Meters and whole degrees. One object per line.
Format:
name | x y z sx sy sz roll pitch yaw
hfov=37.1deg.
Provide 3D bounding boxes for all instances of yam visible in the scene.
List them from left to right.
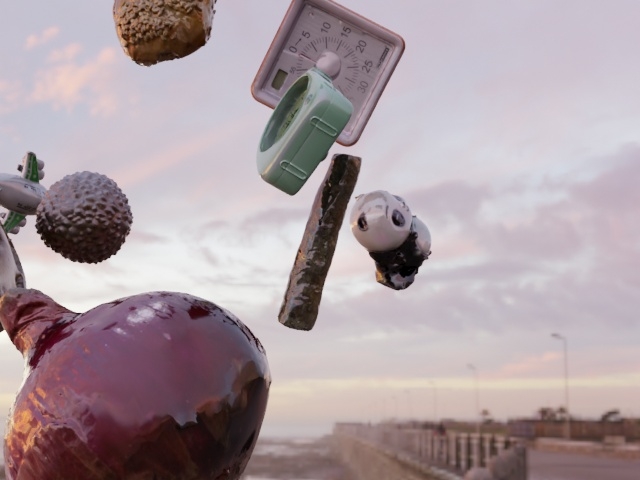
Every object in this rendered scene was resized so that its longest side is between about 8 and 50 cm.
yam | 0.000 0.000 1.416 0.061 0.274 0.061 17 -3 1

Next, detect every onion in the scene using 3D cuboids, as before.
onion | -0.255 0.185 1.166 0.385 0.348 0.348 39 -1 15

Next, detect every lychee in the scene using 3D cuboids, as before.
lychee | -0.397 -0.040 1.634 0.165 0.165 0.197 -8 1 38

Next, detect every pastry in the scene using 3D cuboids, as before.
pastry | -0.358 -0.531 2.156 0.255 0.311 0.162 -28 -51 5

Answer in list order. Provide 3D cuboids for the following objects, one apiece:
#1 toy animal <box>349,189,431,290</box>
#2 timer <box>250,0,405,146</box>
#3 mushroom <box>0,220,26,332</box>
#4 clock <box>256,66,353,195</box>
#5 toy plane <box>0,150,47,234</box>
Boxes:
toy animal | 0.141 -0.015 1.937 0.138 0.166 0.179 -25 -60 15
timer | 0.009 -0.370 2.025 0.250 0.258 0.161 25 12 -13
mushroom | -0.588 0.024 1.552 0.163 0.278 0.297 -15 31 -7
clock | -0.027 -0.168 1.351 0.066 0.159 0.211 30 20 -19
toy plane | -0.585 -0.090 1.826 0.080 0.174 0.174 19 0 31
